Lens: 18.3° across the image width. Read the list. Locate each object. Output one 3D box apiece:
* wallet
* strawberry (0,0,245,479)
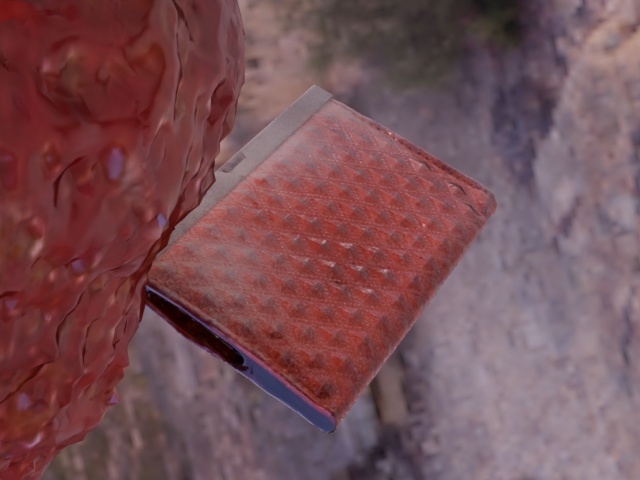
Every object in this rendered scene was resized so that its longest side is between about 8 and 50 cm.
[{"bbox_3d":[0.000,0.000,0.810,0.103,0.196,0.020,32,123,6],"label":"wallet"},{"bbox_3d":[-0.154,-0.022,0.641,0.257,0.257,0.277,-128,33,-54],"label":"strawberry"}]
